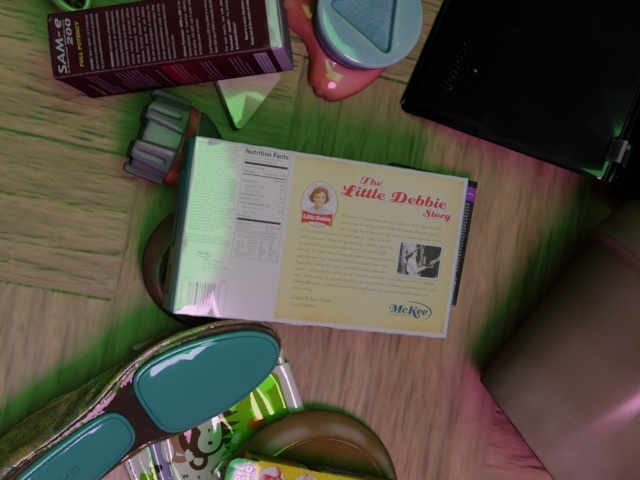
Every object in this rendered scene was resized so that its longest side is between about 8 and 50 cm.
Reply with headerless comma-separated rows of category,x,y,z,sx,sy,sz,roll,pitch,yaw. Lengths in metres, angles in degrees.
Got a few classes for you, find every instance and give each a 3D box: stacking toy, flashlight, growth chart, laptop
stacking toy,-0.041,-0.299,1.132,0.280,0.130,0.309,-34,98,-15
flashlight,-0.067,-0.074,1.133,0.304,0.103,0.103,19,86,-14
growth chart,-0.117,0.238,1.151,0.237,0.021,0.172,-28,97,-18
laptop,0.377,-0.240,1.318,0.408,0.236,0.381,31,79,-43

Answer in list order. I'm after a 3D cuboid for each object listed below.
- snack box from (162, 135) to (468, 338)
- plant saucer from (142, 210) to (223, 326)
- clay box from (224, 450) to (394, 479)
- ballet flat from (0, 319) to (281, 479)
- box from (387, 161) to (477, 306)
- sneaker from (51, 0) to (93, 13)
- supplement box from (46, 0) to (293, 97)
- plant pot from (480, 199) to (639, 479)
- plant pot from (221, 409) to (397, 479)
snack box,0.000,0.000,1.081,0.322,0.060,0.187,7,92,-21
plant saucer,-0.117,0.035,1.114,0.169,0.029,0.168,-4,116,-7
clay box,-0.020,0.317,1.112,0.222,0.053,0.127,17,87,-21
ballet flat,-0.210,0.175,1.079,0.349,0.123,0.123,-33,98,-15
box,0.126,-0.006,1.228,0.116,0.029,0.162,12,84,-16
sneaker,-0.292,-0.301,1.087,0.051,0.070,0.134,-30,96,-14
supplement box,-0.155,-0.211,1.058,0.240,0.130,0.073,-8,89,3
plant pot,0.356,0.158,1.176,0.280,0.323,0.323,-36,99,3
plant pot,-0.007,0.319,1.163,0.236,0.032,0.236,-1,93,-22
